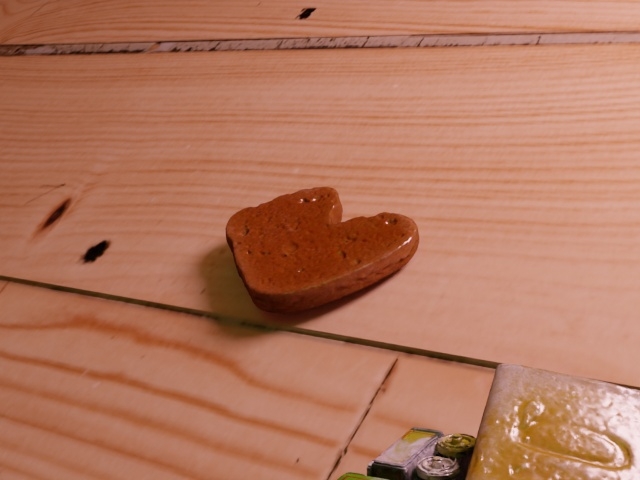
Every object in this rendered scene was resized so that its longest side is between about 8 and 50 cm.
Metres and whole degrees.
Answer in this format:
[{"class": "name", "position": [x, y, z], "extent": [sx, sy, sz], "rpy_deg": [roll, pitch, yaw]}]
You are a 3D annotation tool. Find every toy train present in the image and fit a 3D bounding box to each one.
[{"class": "toy train", "position": [0.053, 0.187, 0.738], "extent": [0.081, 0.060, 0.202], "rpy_deg": [3, 11, 27]}]

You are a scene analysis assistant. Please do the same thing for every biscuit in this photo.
[{"class": "biscuit", "position": [0.000, 0.000, 1.089], "extent": [0.186, 0.036, 0.192], "rpy_deg": [-24, 35, -4]}]

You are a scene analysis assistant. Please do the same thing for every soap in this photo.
[{"class": "soap", "position": [0.159, 0.200, 0.690], "extent": [0.140, 0.073, 0.232], "rpy_deg": [10, 46, 16]}]
